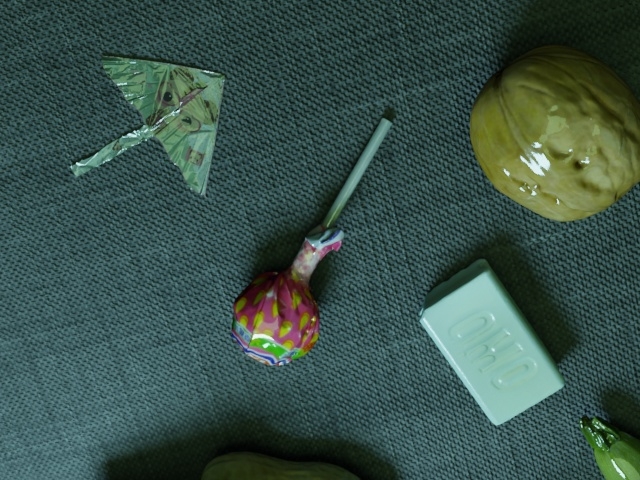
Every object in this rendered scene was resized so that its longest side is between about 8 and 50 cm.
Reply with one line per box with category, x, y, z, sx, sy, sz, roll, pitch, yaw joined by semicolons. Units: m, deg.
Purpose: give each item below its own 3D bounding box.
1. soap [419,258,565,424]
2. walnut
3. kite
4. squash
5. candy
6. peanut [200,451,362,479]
soap;0.231;0.139;1.218;0.119;0.066;0.198;-34;100;9
walnut;0.292;-0.128;1.086;0.221;0.195;0.195;37;104;-14
kite;-0.229;-0.149;1.196;0.250;0.012;0.229;-31;100;12
squash;0.481;0.358;1.252;0.341;0.094;0.094;37;104;-9
candy;0.000;0.000;1.188;0.124;0.124;0.365;30;94;-5
peanut;-0.038;0.378;1.274;0.274;0.111;0.125;11;110;1
